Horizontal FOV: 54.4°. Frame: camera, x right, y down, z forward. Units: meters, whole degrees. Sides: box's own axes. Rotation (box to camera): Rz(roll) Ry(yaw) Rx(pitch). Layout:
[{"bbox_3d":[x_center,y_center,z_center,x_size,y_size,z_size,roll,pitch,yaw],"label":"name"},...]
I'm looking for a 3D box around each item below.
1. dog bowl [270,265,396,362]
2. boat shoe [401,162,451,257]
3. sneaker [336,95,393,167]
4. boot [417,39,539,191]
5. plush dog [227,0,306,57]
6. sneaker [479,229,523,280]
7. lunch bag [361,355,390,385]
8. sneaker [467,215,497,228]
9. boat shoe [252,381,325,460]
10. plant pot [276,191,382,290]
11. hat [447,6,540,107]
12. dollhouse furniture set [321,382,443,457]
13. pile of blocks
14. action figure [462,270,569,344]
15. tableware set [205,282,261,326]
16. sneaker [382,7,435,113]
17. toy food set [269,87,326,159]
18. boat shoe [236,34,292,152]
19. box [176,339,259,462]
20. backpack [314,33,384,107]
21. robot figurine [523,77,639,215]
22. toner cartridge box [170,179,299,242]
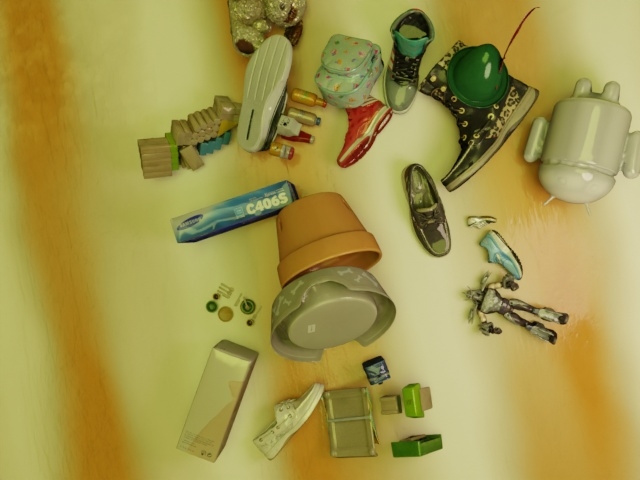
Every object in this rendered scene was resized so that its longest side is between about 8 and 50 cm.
[{"bbox_3d":[0.025,0.200,1.700,0.349,0.348,0.102,-22,52,5],"label":"dog bowl"},{"bbox_3d":[0.302,-0.086,1.777,0.103,0.092,0.285,-16,89,5],"label":"boat shoe"},{"bbox_3d":[0.098,-0.325,1.815,0.128,0.087,0.221,43,93,20],"label":"sneaker"},{"bbox_3d":[0.392,-0.351,1.745,0.284,0.138,0.377,40,90,3],"label":"boot"},{"bbox_3d":[-0.150,-0.676,1.795,0.226,0.210,0.262,-6,118,-9],"label":"plush dog"},{"bbox_3d":[0.518,0.049,1.785,0.073,0.063,0.162,-39,83,23],"label":"sneaker"},{"bbox_3d":[0.163,0.378,1.790,0.067,0.098,0.065,-22,91,0],"label":"lunch bag"},{"bbox_3d":[0.466,-0.051,1.798,0.084,0.032,0.036,1,104,10],"label":"sneaker"},{"bbox_3d":[-0.096,0.510,1.815,0.096,0.098,0.277,39,95,3],"label":"boat shoe"},{"bbox_3d":[0.000,0.000,1.730,0.291,0.291,0.203,-22,72,5],"label":"plant pot"},{"bbox_3d":[0.438,-0.474,1.605,0.173,0.183,0.208,8,77,-5],"label":"hat"},{"bbox_3d":[0.174,0.520,1.808,0.302,0.151,0.197,-13,77,30],"label":"dollhouse furniture set"},{"bbox_3d":[-0.379,-0.309,1.846,0.362,0.148,0.112,-28,45,-4],"label":"pile of blocks"},{"bbox_3d":[0.538,0.193,1.757,0.285,0.099,0.185,20,104,9],"label":"action figure"},{"bbox_3d":[-0.262,0.204,1.865,0.154,0.024,0.104,31,93,4],"label":"tableware set"},{"bbox_3d":[0.244,-0.511,1.737,0.124,0.178,0.295,9,91,5],"label":"sneaker"},{"bbox_3d":[-0.062,-0.316,1.792,0.105,0.111,0.232,17,62,3],"label":"toy food set"},{"bbox_3d":[-0.153,-0.415,1.784,0.121,0.119,0.334,25,104,19],"label":"boat shoe"},{"bbox_3d":[-0.296,0.460,1.811,0.121,0.148,0.310,20,93,4],"label":"box"},{"bbox_3d":[0.074,-0.473,1.746,0.166,0.144,0.188,20,80,20],"label":"backpack"},{"bbox_3d":[0.711,-0.251,1.685,0.300,0.200,0.353,16,92,28],"label":"robot figurine"},{"bbox_3d":[-0.237,-0.079,1.791,0.348,0.165,0.075,-18,88,4],"label":"toner cartridge box"}]
